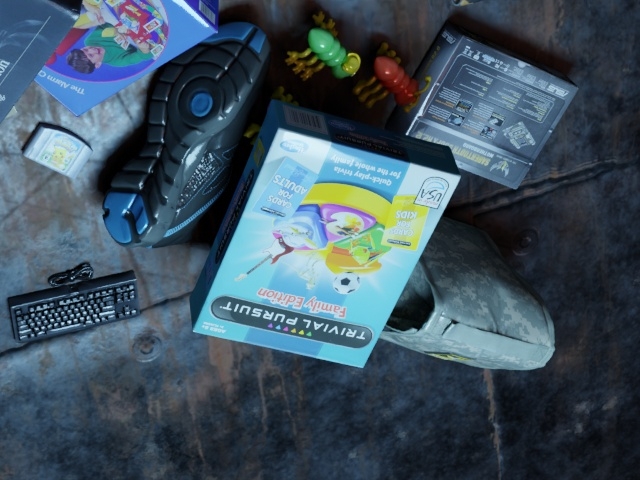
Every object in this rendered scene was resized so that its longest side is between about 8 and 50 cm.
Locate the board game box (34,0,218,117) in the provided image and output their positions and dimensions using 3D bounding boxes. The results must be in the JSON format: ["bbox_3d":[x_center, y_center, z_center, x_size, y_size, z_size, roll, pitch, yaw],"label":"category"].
[{"bbox_3d":[-0.319,-0.322,1.728,0.233,0.078,0.347,-27,132,25],"label":"board game box"}]

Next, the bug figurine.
[{"bbox_3d":[0.023,-0.168,1.965,0.216,0.072,0.279,39,75,-34],"label":"bug figurine"}]

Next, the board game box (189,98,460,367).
[{"bbox_3d":[0.000,0.000,1.941,0.254,0.079,0.336,13,122,-18],"label":"board game box"}]

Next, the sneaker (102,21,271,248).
[{"bbox_3d":[-0.165,-0.140,1.964,0.341,0.125,0.140,-56,152,12],"label":"sneaker"}]

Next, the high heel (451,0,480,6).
[{"bbox_3d":[0.192,-0.429,1.922,0.186,0.093,0.261,-50,135,4],"label":"high heel"}]

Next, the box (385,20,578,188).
[{"bbox_3d":[0.235,-0.192,2.120,0.231,0.056,0.183,18,113,-31],"label":"box"}]

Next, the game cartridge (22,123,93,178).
[{"bbox_3d":[-0.346,-0.120,1.939,0.083,0.017,0.056,25,104,-34],"label":"game cartridge"}]

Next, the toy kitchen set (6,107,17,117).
[{"bbox_3d":[-0.428,-0.178,1.832,0.075,0.068,0.083,-25,127,-7],"label":"toy kitchen set"}]

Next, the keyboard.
[{"bbox_3d":[-0.347,0.087,2.066,0.180,0.023,0.108,-13,125,-17],"label":"keyboard"}]

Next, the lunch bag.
[{"bbox_3d":[0.182,0.083,2.127,0.235,0.287,0.169,18,111,-33],"label":"lunch bag"}]

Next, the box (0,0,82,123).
[{"bbox_3d":[-0.472,-0.257,1.604,0.312,0.179,0.343,26,130,-25],"label":"box"}]
